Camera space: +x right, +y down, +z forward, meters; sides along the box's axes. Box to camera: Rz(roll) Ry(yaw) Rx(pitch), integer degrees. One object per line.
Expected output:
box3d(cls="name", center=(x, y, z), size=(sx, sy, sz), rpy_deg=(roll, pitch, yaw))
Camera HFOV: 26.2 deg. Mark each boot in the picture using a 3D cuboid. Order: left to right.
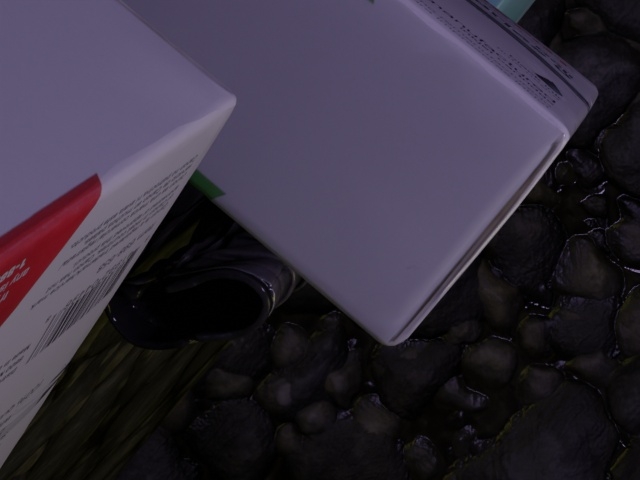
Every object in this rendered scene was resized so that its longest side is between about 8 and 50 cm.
box3d(cls="boot", center=(0.000, 0.000, 1.107), size=(0.338, 0.118, 0.223), rpy_deg=(-23, -167, 35))

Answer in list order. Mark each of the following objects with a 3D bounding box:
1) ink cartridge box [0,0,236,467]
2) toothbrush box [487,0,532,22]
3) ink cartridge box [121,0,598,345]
box3d(cls="ink cartridge box", center=(-0.175, 0.041, 0.492), size=(0.273, 0.114, 0.197), rpy_deg=(-54, 174, 35))
box3d(cls="toothbrush box", center=(0.108, -0.221, 0.928), size=(0.295, 0.126, 0.216), rpy_deg=(-53, 174, 25))
box3d(cls="ink cartridge box", center=(0.018, -0.085, 0.692), size=(0.121, 0.211, 0.289), rpy_deg=(-52, 175, 16))
